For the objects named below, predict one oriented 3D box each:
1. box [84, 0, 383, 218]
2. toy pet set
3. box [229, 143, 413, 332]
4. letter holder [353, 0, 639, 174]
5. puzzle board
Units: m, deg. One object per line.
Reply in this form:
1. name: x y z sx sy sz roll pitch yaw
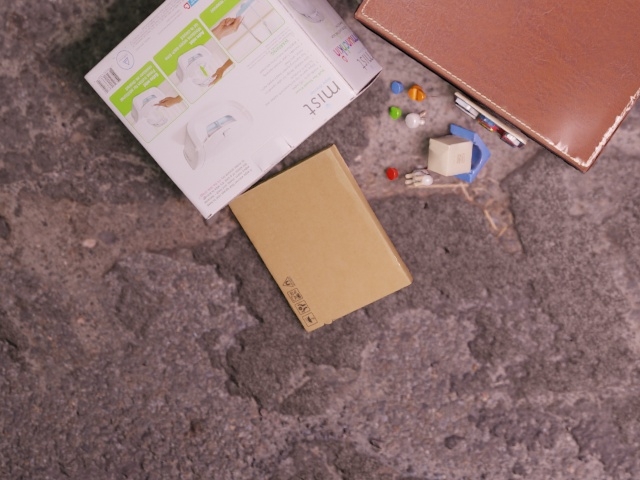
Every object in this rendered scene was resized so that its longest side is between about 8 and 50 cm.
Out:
1. box: -0.103 -0.198 1.859 0.262 0.127 0.231 -39 96 27
2. toy pet set: 0.141 -0.121 1.859 0.114 0.065 0.122 26 120 47
3. box: 0.000 0.000 1.964 0.164 0.021 0.201 -27 100 26
4. letter holder: 0.223 -0.246 1.715 0.302 0.152 0.214 34 97 3
5. puzzle board: 0.191 -0.135 1.788 0.096 0.128 0.011 35 93 3
